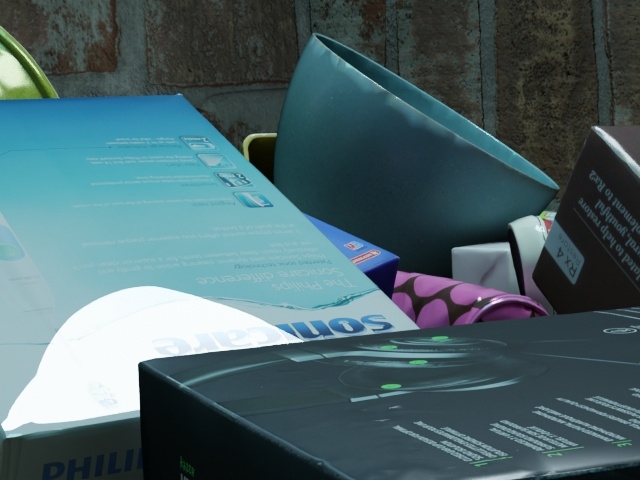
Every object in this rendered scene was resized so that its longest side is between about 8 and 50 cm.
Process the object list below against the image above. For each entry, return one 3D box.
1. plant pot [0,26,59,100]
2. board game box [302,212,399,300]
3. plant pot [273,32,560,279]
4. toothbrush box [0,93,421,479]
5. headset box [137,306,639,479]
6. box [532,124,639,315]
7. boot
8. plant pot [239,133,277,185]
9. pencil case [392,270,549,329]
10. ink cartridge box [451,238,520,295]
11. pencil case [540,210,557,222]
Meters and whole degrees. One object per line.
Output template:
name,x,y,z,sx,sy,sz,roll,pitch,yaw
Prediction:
plant pot,-0.469,-0.014,1.363,0.366,0.366,0.353,0,17,36
board game box,-0.145,0.044,0.951,0.233,0.078,0.347,25,29,31
plant pot,0.065,-0.050,1.475,0.290,0.195,0.290,31,11,-7
toothbrush box,-0.109,0.045,0.717,0.216,0.126,0.295,-6,31,-33
headset box,0.086,0.105,0.492,0.283,0.131,0.246,-4,5,-22
box,0.356,0.020,0.963,0.381,0.143,0.191,-6,41,-24
boot,0.252,0.029,1.202,0.176,0.088,0.244,-11,-22,14
plant pot,0.000,0.000,1.667,0.212,0.212,0.187,-4,-9,-19
pencil case,0.091,0.080,1.169,0.095,0.098,0.209,45,-19,-23
ink cartridge box,0.195,0.051,1.380,0.062,0.104,0.181,1,5,35
pencil case,0.302,0.021,1.625,0.306,0.119,0.133,0,28,24
